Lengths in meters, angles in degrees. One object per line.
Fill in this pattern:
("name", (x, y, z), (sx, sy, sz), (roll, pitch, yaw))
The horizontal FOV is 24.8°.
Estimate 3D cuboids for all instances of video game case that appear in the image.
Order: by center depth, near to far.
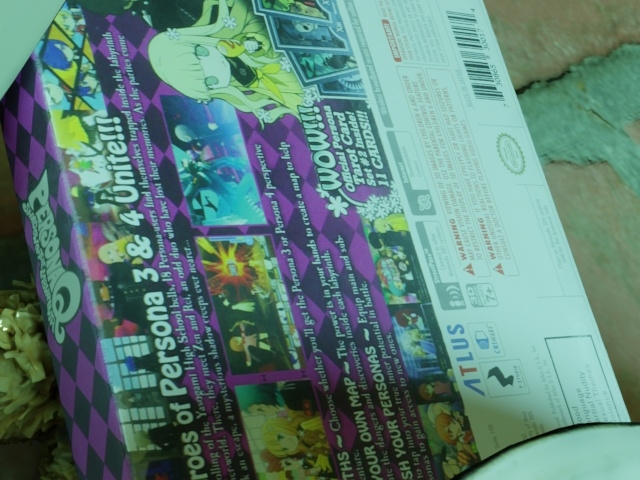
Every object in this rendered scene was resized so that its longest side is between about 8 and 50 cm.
("video game case", (0.000, 0.000, 0.514), (0.210, 0.042, 0.232), (-2, 66, -36))

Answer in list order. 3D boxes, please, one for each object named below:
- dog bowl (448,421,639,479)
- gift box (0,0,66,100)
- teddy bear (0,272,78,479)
("dog bowl", (0.075, 0.260, 0.352), (0.408, 0.150, 0.408), (27, 48, -34))
("gift box", (-0.243, -0.029, 0.380), (0.255, 0.276, 0.258), (36, 26, 3))
("teddy bear", (-0.031, 0.081, 0.531), (0.245, 0.113, 0.338), (37, 41, -5))
